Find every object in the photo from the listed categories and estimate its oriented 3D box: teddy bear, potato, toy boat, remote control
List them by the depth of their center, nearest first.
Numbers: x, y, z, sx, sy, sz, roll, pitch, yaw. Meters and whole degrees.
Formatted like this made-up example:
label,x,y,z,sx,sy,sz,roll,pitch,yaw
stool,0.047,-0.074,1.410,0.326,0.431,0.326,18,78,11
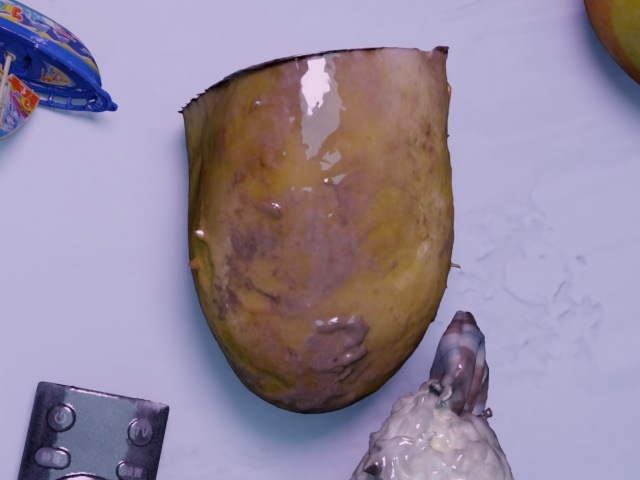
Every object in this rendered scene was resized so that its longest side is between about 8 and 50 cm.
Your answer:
label,x,y,z,sx,sy,sz,roll,pitch,yaw
teddy bear,0.121,0.298,1.078,0.362,0.327,0.375,-46,64,-9
remote control,-0.202,0.301,1.124,0.107,0.044,0.377,14,81,-18
toy boat,-0.241,-0.123,1.136,0.175,0.091,0.110,21,60,-18
potato,0.000,0.000,1.138,0.229,0.229,0.266,-9,91,-17

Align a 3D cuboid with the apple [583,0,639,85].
label,x,y,z,sx,sy,sz,roll,pitch,yaw
apple,0.351,-0.230,1.250,0.261,0.194,0.260,-5,103,-22
